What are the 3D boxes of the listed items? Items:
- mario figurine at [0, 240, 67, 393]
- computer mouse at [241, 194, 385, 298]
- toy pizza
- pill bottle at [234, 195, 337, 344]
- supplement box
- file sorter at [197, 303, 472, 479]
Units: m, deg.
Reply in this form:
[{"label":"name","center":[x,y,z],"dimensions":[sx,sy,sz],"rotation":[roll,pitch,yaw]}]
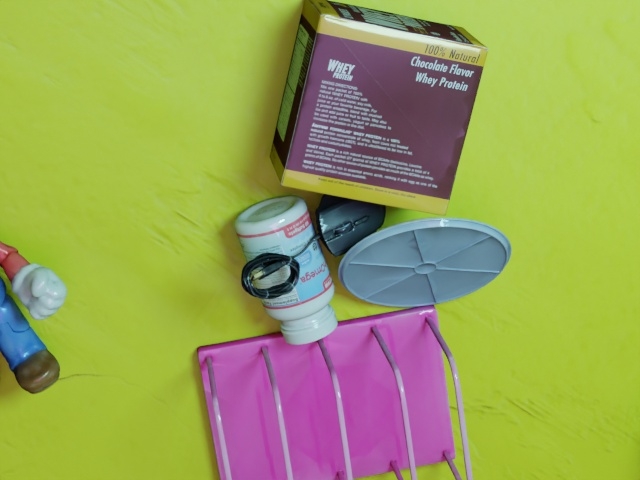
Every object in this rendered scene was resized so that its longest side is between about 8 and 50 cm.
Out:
[{"label":"mario figurine","center":[-0.411,0.054,1.783],"dimensions":[0.198,0.170,0.320],"rotation":[-40,121,-31]},{"label":"computer mouse","center":[0.000,0.000,1.820],"dimensions":[0.242,0.041,0.071],"rotation":[-38,117,-41]},{"label":"toy pizza","center":[0.119,0.019,1.871],"dimensions":[0.201,0.032,0.201],"rotation":[-6,151,-3]},{"label":"pill bottle","center":[-0.035,0.035,1.877],"dimensions":[0.087,0.087,0.160],"rotation":[-20,109,-1]},{"label":"supplement box","center":[0.061,-0.152,1.809],"dimensions":[0.191,0.129,0.194],"rotation":[10,106,-11]},{"label":"file sorter","center":[0.020,0.221,1.892],"dimensions":[0.291,0.182,0.202],"rotation":[-10,108,-5]}]
